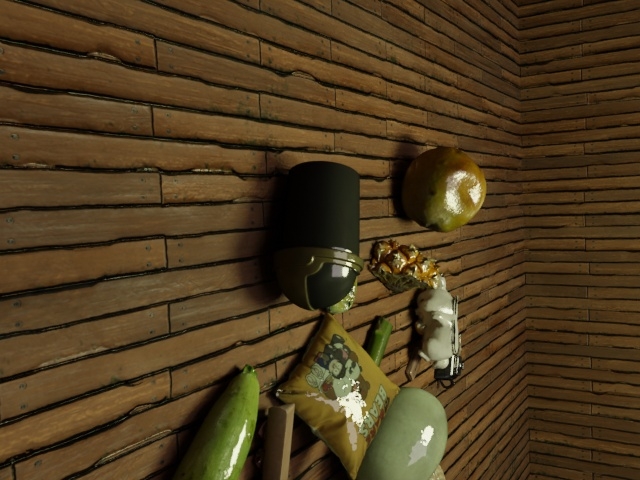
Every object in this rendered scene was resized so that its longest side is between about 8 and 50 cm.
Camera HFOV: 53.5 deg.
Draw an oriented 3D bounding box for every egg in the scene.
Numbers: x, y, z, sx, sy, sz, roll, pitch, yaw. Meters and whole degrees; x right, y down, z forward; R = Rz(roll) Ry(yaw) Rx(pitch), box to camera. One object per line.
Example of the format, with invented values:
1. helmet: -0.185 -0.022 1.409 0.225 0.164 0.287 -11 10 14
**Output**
1. egg: 0.211 0.562 1.767 0.352 0.258 0.258 -46 128 -38

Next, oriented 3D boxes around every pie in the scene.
1. pie: 0.045 0.109 1.716 0.187 0.041 0.187 0 90 -58

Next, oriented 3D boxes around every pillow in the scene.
1. pillow: 0.054 0.383 1.613 0.312 0.119 0.310 50 41 -12

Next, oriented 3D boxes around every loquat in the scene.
1. loquat: 0.398 -0.165 2.099 0.284 0.276 0.276 -59 140 -12

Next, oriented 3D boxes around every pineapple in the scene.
1. pineapple: 0.257 0.095 1.967 0.236 0.186 0.114 27 64 -8

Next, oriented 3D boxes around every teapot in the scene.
1. teapot: 0.489 0.465 2.375 0.087 0.096 0.177 30 65 -54

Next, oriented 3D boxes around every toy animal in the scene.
1. toy animal: 0.406 0.265 2.194 0.208 0.154 0.325 63 32 -51

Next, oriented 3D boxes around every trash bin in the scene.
1. trash bin: 0.000 0.000 1.490 0.214 0.214 0.334 33 58 -53

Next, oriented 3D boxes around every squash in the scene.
1. squash: -0.194 0.406 1.261 0.118 0.118 0.371 63 39 -36

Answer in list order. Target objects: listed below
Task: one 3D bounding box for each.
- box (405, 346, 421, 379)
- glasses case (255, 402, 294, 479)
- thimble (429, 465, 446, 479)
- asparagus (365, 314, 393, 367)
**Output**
1. box: 0.322 0.421 2.174 0.115 0.025 0.048 -60 136 -39
2. glasses case: -0.105 0.463 1.452 0.102 0.070 0.194 5 91 -78
3. thimble: 0.274 0.754 1.923 0.148 0.196 0.229 -53 159 -47
4. asparagus: 0.160 0.335 1.880 0.067 0.060 0.278 72 34 -47
